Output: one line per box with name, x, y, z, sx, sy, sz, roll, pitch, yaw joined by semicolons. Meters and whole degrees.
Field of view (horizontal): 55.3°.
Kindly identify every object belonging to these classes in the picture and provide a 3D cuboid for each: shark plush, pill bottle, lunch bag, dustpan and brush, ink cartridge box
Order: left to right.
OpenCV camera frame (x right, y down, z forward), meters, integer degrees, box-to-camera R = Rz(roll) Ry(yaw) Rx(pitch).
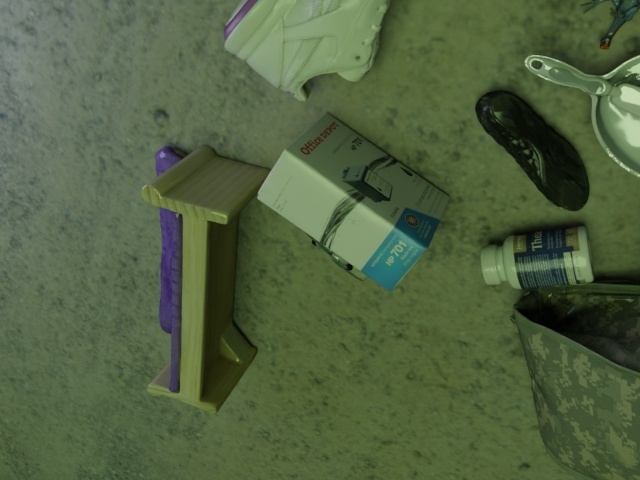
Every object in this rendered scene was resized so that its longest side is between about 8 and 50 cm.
shark plush;0.000;0.000;0.829;0.161;0.073;0.067;24;155;3
ink cartridge box;0.043;-0.050;0.726;0.191;0.139;0.082;36;126;0
pill bottle;0.256;0.023;0.725;0.120;0.067;0.067;-9;114;26
dustpan and brush;0.305;-0.146;0.612;0.211;0.060;0.147;26;125;7
lunch bag;0.368;0.178;0.699;0.287;0.169;0.235;15;132;50

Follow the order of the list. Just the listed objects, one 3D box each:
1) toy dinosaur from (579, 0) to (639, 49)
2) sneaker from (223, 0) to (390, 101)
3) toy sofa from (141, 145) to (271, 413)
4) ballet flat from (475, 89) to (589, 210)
toy dinosaur;0.300;-0.223;0.585;0.090;0.047;0.082;2;138;10
sneaker;0.038;-0.266;0.643;0.152;0.114;0.305;42;130;-21
toy sofa;-0.188;0.057;0.878;0.177;0.150;0.362;17;123;12
ballet flat;0.241;-0.102;0.683;0.057;0.049;0.173;-43;102;2
